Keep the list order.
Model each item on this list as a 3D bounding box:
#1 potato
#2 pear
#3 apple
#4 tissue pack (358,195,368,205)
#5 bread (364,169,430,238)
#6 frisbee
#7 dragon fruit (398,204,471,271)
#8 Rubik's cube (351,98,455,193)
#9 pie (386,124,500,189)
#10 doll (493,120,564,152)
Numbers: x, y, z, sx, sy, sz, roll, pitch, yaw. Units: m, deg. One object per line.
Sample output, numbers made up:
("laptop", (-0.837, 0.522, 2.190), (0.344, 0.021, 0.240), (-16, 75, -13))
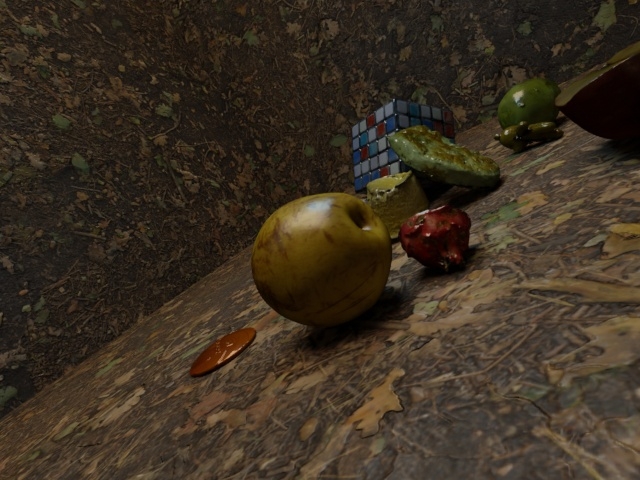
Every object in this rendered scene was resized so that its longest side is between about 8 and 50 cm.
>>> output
("potato", (0.808, -0.513, 1.598), (0.304, 0.216, 0.216), (-42, 14, -35))
("pear", (0.007, 0.036, 0.828), (0.281, 0.280, 0.281), (-29, 9, 5))
("apple", (0.688, -0.357, 0.867), (0.329, 0.295, 0.365), (9, 10, 5))
("tissue pack", (0.102, -0.080, 1.663), (0.215, 0.123, 0.257), (-34, 11, -39))
("bread", (0.226, -0.105, 1.241), (0.197, 0.170, 0.197), (-23, 20, 9))
("frisbee", (-0.255, 0.275, 1.066), (0.192, 0.035, 0.192), (-28, 8, 4))
("dragon fruit", (0.231, 0.018, 0.819), (0.153, 0.153, 0.111), (-25, 51, 28))
("Rubik's cube", (0.314, -0.333, 1.583), (0.292, 0.286, 0.293), (0, -7, -27))
("pie", (0.365, -0.259, 1.267), (0.296, 0.371, 0.078), (-10, -48, -38))
("doll", (0.708, -0.351, 1.413), (0.137, 0.097, 0.209), (8, 0, -25))
